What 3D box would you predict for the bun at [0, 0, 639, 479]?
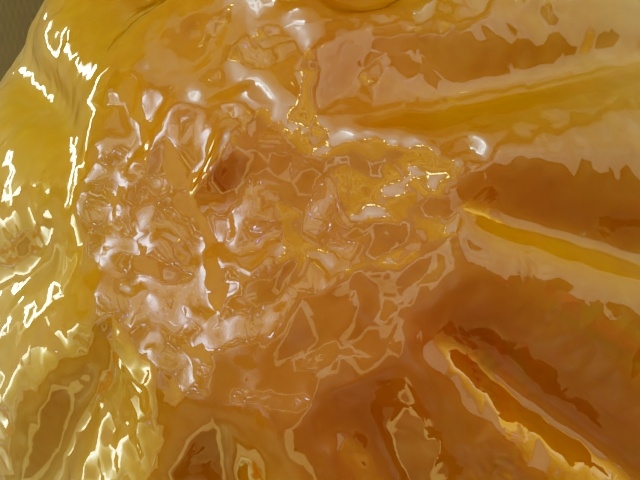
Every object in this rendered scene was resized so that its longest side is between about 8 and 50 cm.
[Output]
[{"bbox_3d":[0.000,0.000,0.429,0.299,0.298,0.165,-22,-18,11],"label":"bun"}]
